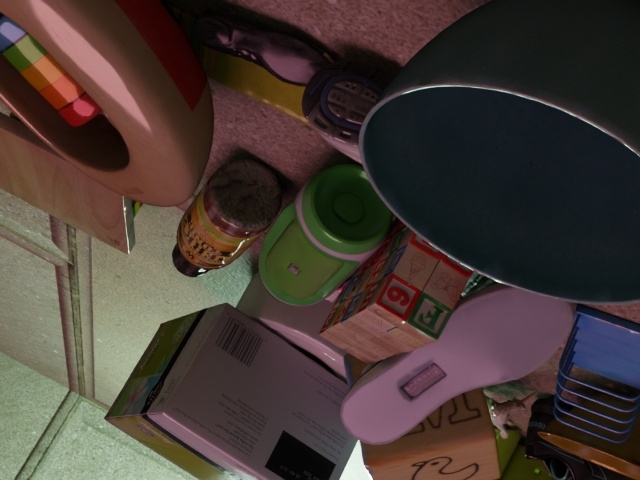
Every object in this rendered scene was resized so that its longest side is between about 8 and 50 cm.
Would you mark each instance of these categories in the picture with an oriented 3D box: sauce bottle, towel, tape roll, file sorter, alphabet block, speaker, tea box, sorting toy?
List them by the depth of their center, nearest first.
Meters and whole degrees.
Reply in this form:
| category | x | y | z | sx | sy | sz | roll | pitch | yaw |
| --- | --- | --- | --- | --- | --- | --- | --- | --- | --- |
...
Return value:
| category | x | y | z | sx | sy | sz | roll | pitch | yaw |
| --- | --- | --- | --- | --- | --- | --- | --- | --- | --- |
| towel | -0.096 | -0.205 | 1.226 | 0.237 | 0.021 | 0.102 | 26 | 157 | 5 |
| file sorter | 0.380 | 0.185 | 1.387 | 0.118 | 0.104 | 0.170 | 20 | 155 | 20 |
| speaker | 0.000 | 0.000 | 1.404 | 0.131 | 0.131 | 0.296 | 30 | 156 | -4 |
| sauce bottle | -0.154 | -0.016 | 1.556 | 0.111 | 0.111 | 0.344 | 32 | 156 | -7 |
| alphabet block | 0.159 | 0.273 | 1.605 | 0.197 | 0.193 | 0.192 | -14 | 148 | 5 |
| sorting toy | -0.399 | -0.117 | 1.647 | 0.255 | 0.089 | 0.257 | 27 | 157 | 4 |
| tape roll | -0.017 | 0.170 | 1.794 | 0.286 | 0.100 | 0.286 | 23 | 155 | 11 |
| tea box | -0.147 | 0.299 | 1.794 | 0.329 | 0.220 | 0.323 | 37 | 154 | -18 |

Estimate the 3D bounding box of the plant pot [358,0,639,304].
| category | x | y | z | sx | sy | sz | roll | pitch | yaw |
| --- | --- | --- | --- | --- | --- | --- | --- | --- | --- |
| plant pot | 0.203 | -0.106 | 0.884 | 0.290 | 0.195 | 0.290 | 23 | 155 | 11 |

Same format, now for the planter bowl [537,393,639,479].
| category | x | y | z | sx | sy | sz | roll | pitch | yaw |
| --- | --- | --- | --- | --- | --- | --- | --- | --- | --- |
| planter bowl | 0.436 | 0.284 | 1.518 | 0.217 | 0.090 | 0.217 | 22 | 169 | 4 |

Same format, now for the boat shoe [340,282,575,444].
| category | x | y | z | sx | sy | sz | roll | pitch | yaw |
| --- | --- | --- | --- | --- | --- | --- | --- | --- | --- |
| boat shoe | 0.192 | 0.146 | 1.437 | 0.367 | 0.156 | 0.136 | -39 | 99 | 26 |

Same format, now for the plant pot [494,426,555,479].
| category | x | y | z | sx | sy | sz | roll | pitch | yaw |
| --- | --- | --- | --- | --- | --- | --- | --- | --- | --- |
| plant pot | 0.296 | 0.465 | 1.902 | 0.207 | 0.228 | 0.227 | 46 | 153 | -23 |

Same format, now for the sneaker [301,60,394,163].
| category | x | y | z | sx | sy | sz | roll | pitch | yaw |
| --- | --- | --- | --- | --- | --- | --- | --- | --- | --- |
| sneaker | 0.123 | -0.100 | 1.132 | 0.297 | 0.111 | 0.129 | 29 | 173 | 7 |

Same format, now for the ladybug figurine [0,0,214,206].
| category | x | y | z | sx | sy | sz | roll | pitch | yaw |
| --- | --- | --- | --- | --- | --- | --- | --- | --- | --- |
| ladybug figurine | -0.278 | -0.231 | 1.166 | 0.305 | 0.162 | 0.449 | 2 | 139 | 50 |

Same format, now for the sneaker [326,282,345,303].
| category | x | y | z | sx | sy | sz | roll | pitch | yaw |
| --- | --- | --- | --- | --- | --- | --- | --- | --- | --- |
| sneaker | 0.058 | 0.074 | 1.568 | 0.075 | 0.063 | 0.170 | 31 | 161 | -6 |

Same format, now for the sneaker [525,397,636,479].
| category | x | y | z | sx | sy | sz | roll | pitch | yaw |
| --- | --- | --- | --- | --- | --- | --- | --- | --- | --- |
| sneaker | 0.428 | 0.364 | 1.693 | 0.267 | 0.106 | 0.101 | 36 | 154 | -21 |

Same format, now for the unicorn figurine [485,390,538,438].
| category | x | y | z | sx | sy | sz | roll | pitch | yaw |
| --- | --- | --- | --- | --- | --- | --- | --- | --- | --- |
| unicorn figurine | 0.290 | 0.281 | 1.729 | 0.162 | 0.060 | 0.111 | 12 | 152 | 32 |

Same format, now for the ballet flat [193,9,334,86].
| category | x | y | z | sx | sy | sz | roll | pitch | yaw |
| --- | --- | --- | --- | --- | --- | --- | --- | --- | --- |
| ballet flat | -0.058 | -0.218 | 1.149 | 0.173 | 0.049 | 0.057 | 23 | 121 | 4 |

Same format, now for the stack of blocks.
| category | x | y | z | sx | sy | sz | roll | pitch | yaw |
| --- | --- | --- | --- | --- | --- | --- | --- | --- | --- |
| stack of blocks | 0.104 | 0.053 | 1.336 | 0.087 | 0.171 | 0.297 | 31 | 162 | -5 |
